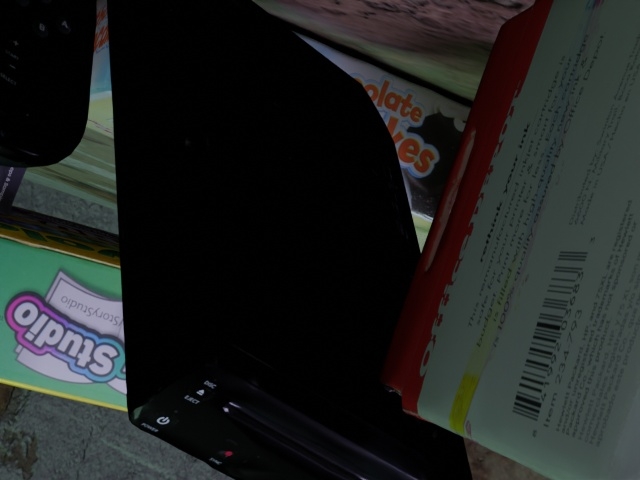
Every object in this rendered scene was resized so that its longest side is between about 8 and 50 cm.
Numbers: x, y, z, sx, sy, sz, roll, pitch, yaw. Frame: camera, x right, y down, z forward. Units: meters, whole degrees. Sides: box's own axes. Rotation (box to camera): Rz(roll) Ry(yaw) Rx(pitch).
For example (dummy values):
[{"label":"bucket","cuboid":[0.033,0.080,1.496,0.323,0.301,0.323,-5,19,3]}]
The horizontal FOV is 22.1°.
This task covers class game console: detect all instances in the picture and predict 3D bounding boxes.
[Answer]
[{"label":"game console","cuboid":[-0.090,-0.052,0.515,0.361,0.044,0.213,33,-148,-36]}]

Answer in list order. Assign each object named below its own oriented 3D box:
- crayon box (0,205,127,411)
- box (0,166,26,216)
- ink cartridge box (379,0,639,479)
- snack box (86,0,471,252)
[{"label":"crayon box","cuboid":[-0.190,0.043,1.208,0.363,0.106,0.313,16,180,-22]},{"label":"box","cuboid":[-0.255,-0.090,1.160,0.162,0.116,0.029,16,174,40]},{"label":"ink cartridge box","cuboid":[0.089,0.000,0.429,0.078,0.134,0.231,20,177,-9]},{"label":"snack box","cuboid":[0.033,-0.035,0.806,0.322,0.060,0.187,21,175,-19]}]
